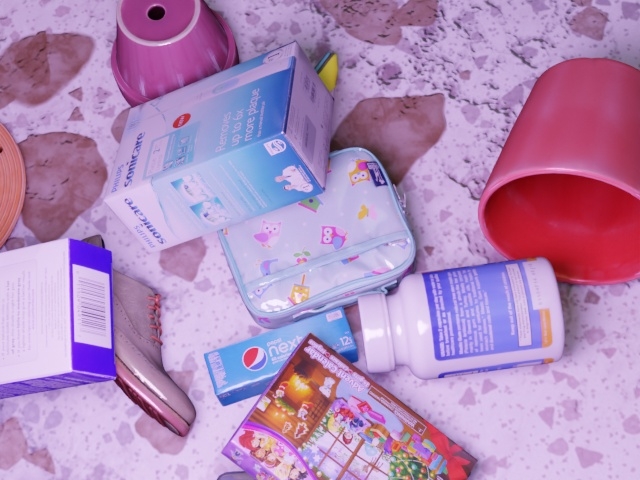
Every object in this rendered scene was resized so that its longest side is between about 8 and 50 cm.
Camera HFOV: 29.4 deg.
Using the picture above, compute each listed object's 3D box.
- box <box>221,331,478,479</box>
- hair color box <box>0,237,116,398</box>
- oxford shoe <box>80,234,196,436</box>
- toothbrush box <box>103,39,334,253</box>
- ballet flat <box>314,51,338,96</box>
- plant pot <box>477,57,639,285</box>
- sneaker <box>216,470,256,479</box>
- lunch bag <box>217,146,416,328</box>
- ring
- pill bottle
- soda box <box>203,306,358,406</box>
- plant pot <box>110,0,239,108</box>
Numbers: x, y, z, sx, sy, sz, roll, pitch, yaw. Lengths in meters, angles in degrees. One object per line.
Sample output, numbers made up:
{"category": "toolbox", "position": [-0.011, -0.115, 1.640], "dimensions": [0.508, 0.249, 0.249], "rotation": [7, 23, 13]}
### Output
{"category": "box", "position": [0.043, 0.288, 1.627], "dimensions": [0.293, 0.057, 0.201], "rotation": [37, 57, 0]}
{"category": "hair color box", "position": [-0.450, 0.122, 1.699], "dimensions": [0.339, 0.110, 0.185], "rotation": [-11, 73, 24]}
{"category": "oxford shoe", "position": [-0.272, 0.126, 1.754], "dimensions": [0.130, 0.123, 0.348], "rotation": [-36, 71, -15]}
{"category": "toothbrush box", "position": [-0.141, -0.132, 1.752], "dimensions": [0.296, 0.126, 0.216], "rotation": [-19, 39, 23]}
{"category": "ballet flat", "position": [-0.030, -0.187, 1.895], "dimensions": [0.077, 0.077, 0.231], "rotation": [40, 78, -4]}
{"category": "plant pot", "position": [0.376, -0.108, 1.738], "dimensions": [0.275, 0.275, 0.243], "rotation": [12, 58, 9]}
{"category": "sneaker", "position": [-0.125, 0.388, 1.654], "dimensions": [0.300, 0.111, 0.121], "rotation": [-30, 62, -16]}
{"category": "lunch bag", "position": [0.000, 0.000, 1.789], "dimensions": [0.279, 0.108, 0.224], "rotation": [-20, 67, -3]}
{"category": "ring", "position": [-0.623, -0.070, 1.906], "dimensions": [0.337, 0.032, 0.336], "rotation": [-2, 67, 4]}
{"category": "pill bottle", "position": [0.193, 0.113, 1.707], "dimensions": [0.272, 0.152, 0.152], "rotation": [-7, 68, 1]}
{"category": "soda box", "position": [-0.055, 0.167, 1.746], "dimensions": [0.210, 0.071, 0.067], "rotation": [-18, 68, -3]}
{"category": "plant pot", "position": [-0.235, -0.311, 1.894], "dimensions": [0.201, 0.180, 0.201], "rotation": [-1, 68, 3]}
